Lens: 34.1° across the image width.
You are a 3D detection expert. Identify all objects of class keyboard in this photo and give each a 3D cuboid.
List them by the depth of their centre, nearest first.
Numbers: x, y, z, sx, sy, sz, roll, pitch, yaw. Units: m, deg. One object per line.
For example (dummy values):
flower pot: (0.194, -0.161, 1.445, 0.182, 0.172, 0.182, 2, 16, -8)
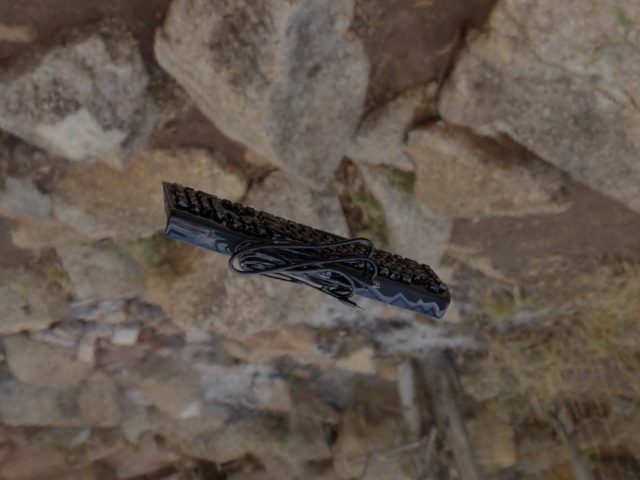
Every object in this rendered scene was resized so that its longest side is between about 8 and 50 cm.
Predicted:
keyboard: (0.000, 0.000, 0.636, 0.192, 0.100, 0.038, 16, 112, -19)
